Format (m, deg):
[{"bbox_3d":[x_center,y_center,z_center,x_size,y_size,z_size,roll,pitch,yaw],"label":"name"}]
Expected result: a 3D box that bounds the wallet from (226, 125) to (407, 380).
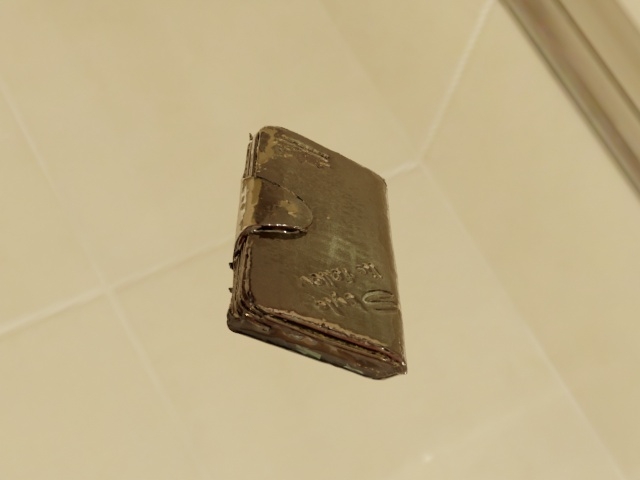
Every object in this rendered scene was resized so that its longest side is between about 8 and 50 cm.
[{"bbox_3d":[0.000,0.000,0.925,0.121,0.232,0.031,22,123,-15],"label":"wallet"}]
